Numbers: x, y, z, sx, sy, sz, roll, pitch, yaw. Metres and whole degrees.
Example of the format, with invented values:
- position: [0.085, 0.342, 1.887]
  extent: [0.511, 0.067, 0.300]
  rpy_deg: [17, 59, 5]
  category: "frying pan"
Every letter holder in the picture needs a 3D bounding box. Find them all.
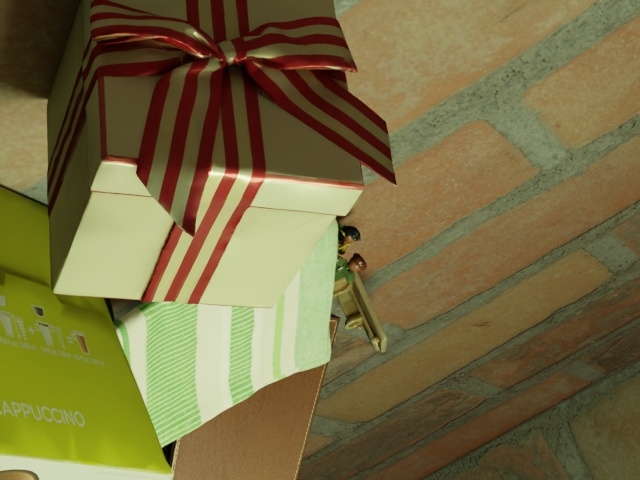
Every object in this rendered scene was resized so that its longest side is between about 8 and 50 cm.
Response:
- position: [-0.134, 0.217, 1.776]
  extent: [0.214, 0.152, 0.302]
  rpy_deg: [9, 99, -39]
  category: "letter holder"

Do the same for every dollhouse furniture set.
- position: [0.007, 0.148, 1.996]
  extent: [0.151, 0.123, 0.144]
  rpy_deg: [-21, 157, -9]
  category: "dollhouse furniture set"

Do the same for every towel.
- position: [-0.116, 0.124, 1.595]
  extent: [0.324, 0.038, 0.248]
  rpy_deg: [-24, 137, -29]
  category: "towel"

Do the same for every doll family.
- position: [0.000, 0.000, 1.741]
  extent: [0.111, 0.076, 0.193]
  rpy_deg: [-24, 155, 11]
  category: "doll family"

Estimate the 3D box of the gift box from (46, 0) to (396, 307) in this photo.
- position: [-0.098, -0.082, 1.153]
  extent: [0.255, 0.276, 0.258]
  rpy_deg: [0, 148, -24]
  category: "gift box"

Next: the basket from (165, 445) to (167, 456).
- position: [-0.275, 0.385, 2.052]
  extent: [0.331, 0.266, 0.328]
  rpy_deg: [-35, 156, 27]
  category: "basket"

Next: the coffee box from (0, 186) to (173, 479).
- position: [-0.411, 0.155, 1.319]
  extent: [0.334, 0.338, 0.337]
  rpy_deg: [-31, 157, 14]
  category: "coffee box"

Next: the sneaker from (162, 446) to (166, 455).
- position: [-0.293, 0.252, 1.846]
  extent: [0.081, 0.209, 0.094]
  rpy_deg: [-23, 174, -46]
  category: "sneaker"

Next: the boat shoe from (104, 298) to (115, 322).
- position: [-0.304, 0.188, 1.639]
  extent: [0.121, 0.110, 0.341]
  rpy_deg: [-10, 123, -23]
  category: "boat shoe"
